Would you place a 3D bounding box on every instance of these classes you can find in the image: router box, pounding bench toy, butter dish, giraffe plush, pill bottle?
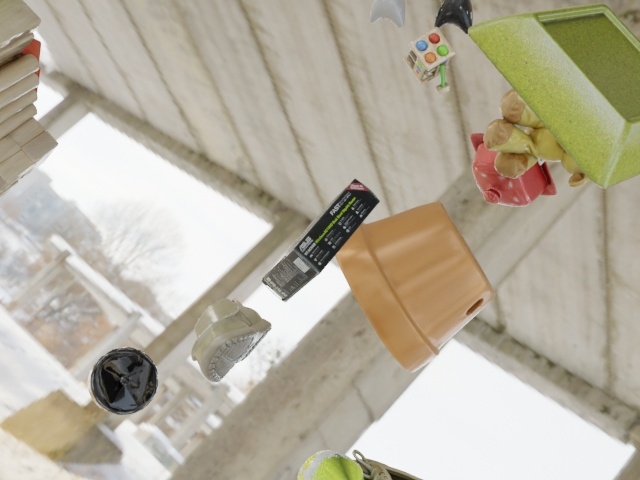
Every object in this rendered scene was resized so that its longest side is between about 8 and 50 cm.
[{"bbox_3d":[0.000,0.000,0.911,0.038,0.122,0.092,42,-34,-2],"label":"router box"},{"bbox_3d":[0.174,-0.269,1.312,0.083,0.052,0.065,57,-10,8],"label":"pounding bench toy"},{"bbox_3d":[0.362,-0.121,1.708,0.160,0.118,0.160,12,-34,42],"label":"butter dish"},{"bbox_3d":[0.407,-0.164,1.461,0.170,0.181,0.210,30,0,45],"label":"giraffe plush"},{"bbox_3d":[-0.379,0.268,1.645,0.123,0.123,0.219,47,-19,-5],"label":"pill bottle"}]

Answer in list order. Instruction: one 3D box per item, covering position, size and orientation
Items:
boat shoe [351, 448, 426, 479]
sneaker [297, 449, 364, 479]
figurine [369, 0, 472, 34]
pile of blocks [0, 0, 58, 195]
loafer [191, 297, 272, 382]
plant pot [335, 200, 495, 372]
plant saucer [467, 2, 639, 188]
[{"bbox_3d":[0.089,0.338,1.156,0.285,0.089,0.104,31,31,-45],"label":"boat shoe"},{"bbox_3d":[0.061,0.342,0.995,0.240,0.091,0.126,49,-29,5],"label":"sneaker"},{"bbox_3d":[0.192,-0.499,1.617,0.215,0.092,0.209,9,-73,19],"label":"figurine"},{"bbox_3d":[-0.345,-0.203,0.863,0.149,0.112,0.362,23,-48,15],"label":"pile of blocks"},{"bbox_3d":[-0.150,0.144,1.316,0.092,0.102,0.268,38,3,7],"label":"loafer"},{"bbox_3d":[0.179,0.063,1.561,0.291,0.203,0.291,56,11,-16],"label":"plant pot"},{"bbox_3d":[0.253,-0.149,0.783,0.188,0.188,0.045,55,-43,17],"label":"plant saucer"}]
